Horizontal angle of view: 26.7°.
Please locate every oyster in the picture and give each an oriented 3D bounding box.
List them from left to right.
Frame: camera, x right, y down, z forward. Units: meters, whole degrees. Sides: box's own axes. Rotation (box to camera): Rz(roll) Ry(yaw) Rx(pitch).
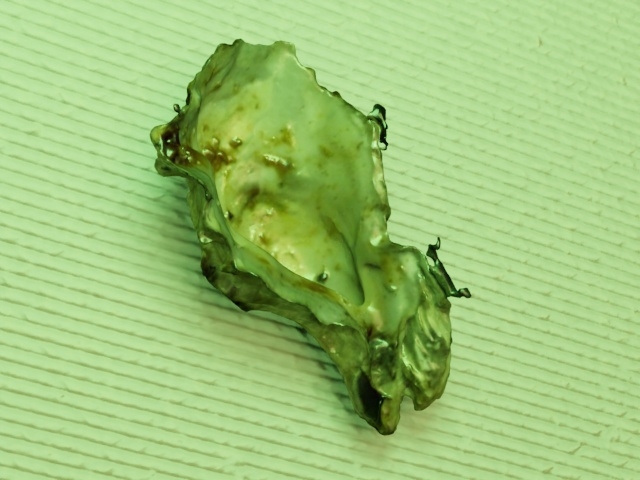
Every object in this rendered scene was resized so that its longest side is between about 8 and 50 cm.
[{"bbox_3d":[0.004,-0.005,1.073,0.198,0.133,0.337,-45,101,-24],"label":"oyster"}]
